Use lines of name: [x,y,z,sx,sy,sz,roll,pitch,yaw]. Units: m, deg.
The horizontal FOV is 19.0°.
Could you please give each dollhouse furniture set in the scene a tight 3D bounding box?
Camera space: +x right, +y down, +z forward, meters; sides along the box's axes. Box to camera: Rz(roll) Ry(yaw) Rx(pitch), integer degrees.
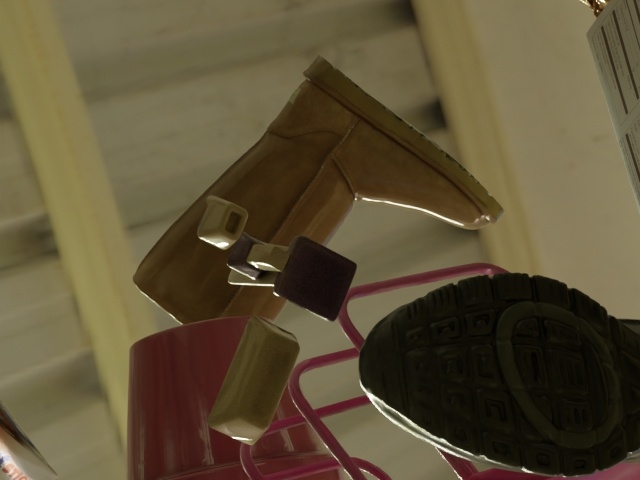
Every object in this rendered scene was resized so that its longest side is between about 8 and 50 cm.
dollhouse furniture set: [-0.055,0.044,1.052,0.091,0.081,0.114,27,-101,-27]

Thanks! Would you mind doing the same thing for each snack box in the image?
snack box: [-0.173,0.040,0.815,0.022,0.178,0.064,-41,-43,-5]

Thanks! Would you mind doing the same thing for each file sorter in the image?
file sorter: [0.052,0.180,1.288,0.202,0.290,0.182,-8,-130,-46]

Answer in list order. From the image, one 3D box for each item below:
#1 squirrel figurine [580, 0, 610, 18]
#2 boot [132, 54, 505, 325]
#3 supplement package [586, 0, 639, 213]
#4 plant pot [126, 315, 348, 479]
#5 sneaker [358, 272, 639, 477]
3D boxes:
squirrel figurine: [0.270,-0.370,1.947,0.281,0.370,0.397,-53,-18,-13]
boot: [0.000,0.000,1.754,0.236,0.269,0.089,38,-175,3]
supplement package: [0.367,-0.114,1.446,0.262,0.145,0.204,1,-121,-21]
plant pot: [-0.086,0.167,1.642,0.201,0.201,0.180,3,-109,-50]
sneaker: [0.144,0.086,1.055,0.286,0.130,0.109,8,-106,-24]
